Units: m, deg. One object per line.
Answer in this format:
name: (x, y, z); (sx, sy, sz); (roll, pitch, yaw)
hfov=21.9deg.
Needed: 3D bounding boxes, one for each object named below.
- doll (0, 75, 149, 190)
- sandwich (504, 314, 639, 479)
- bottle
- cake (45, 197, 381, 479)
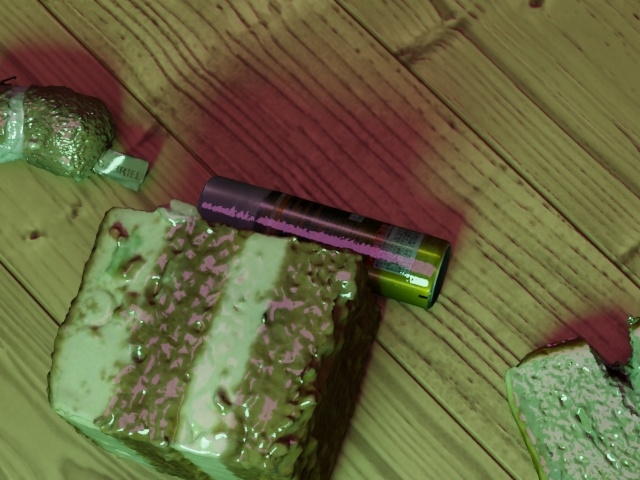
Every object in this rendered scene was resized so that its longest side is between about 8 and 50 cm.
doll: (-0.304, -0.123, 1.921); (0.221, 0.105, 0.115); (19, 75, 14)
sandwich: (0.350, 0.203, 1.768); (0.273, 0.095, 0.249); (-19, 73, 5)
bottle: (0.000, 0.000, 1.865); (0.286, 0.082, 0.082); (17, 81, 11)
cake: (-0.106, 0.125, 1.762); (0.290, 0.282, 0.255); (16, 74, 15)
